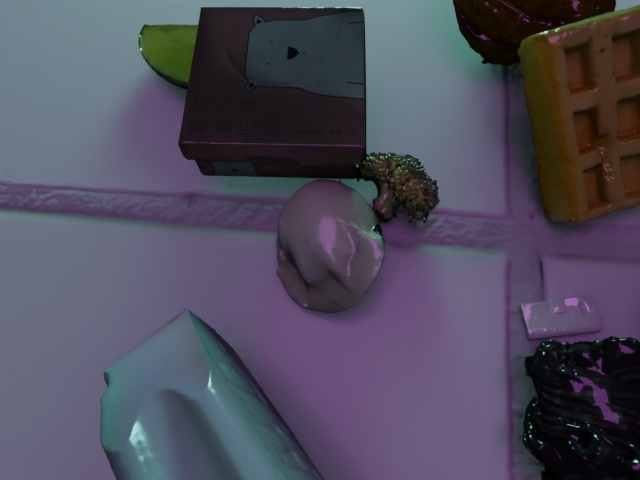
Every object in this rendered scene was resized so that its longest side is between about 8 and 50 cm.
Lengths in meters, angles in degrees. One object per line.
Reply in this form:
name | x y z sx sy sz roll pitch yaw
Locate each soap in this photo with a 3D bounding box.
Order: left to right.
soap | -0.070 0.210 0.395 0.109 0.193 0.324 -39 55 -8

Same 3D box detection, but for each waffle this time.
waffle | 0.371 -0.153 0.527 0.248 0.055 0.221 -16 106 3

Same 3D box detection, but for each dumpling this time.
dumpling | 0.001 0.001 0.562 0.150 0.092 0.176 -45 73 1

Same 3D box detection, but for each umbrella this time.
umbrella | 0.269 0.256 0.415 0.154 0.128 0.336 3 73 5

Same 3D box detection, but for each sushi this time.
sushi | 0.252 -0.320 0.626 0.287 0.149 0.140 36 43 17

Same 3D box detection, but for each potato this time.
potato | -0.190 -0.273 0.703 0.198 0.054 0.119 19 73 15

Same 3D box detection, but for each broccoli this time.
broccoli | 0.092 -0.067 0.583 0.097 0.095 0.092 31 96 -20

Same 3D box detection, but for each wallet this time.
wallet | 0.278 0.089 0.534 0.083 0.011 0.044 -9 68 4

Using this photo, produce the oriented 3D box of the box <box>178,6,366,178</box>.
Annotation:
box | -0.051 -0.183 0.583 0.215 0.086 0.215 1 69 2
